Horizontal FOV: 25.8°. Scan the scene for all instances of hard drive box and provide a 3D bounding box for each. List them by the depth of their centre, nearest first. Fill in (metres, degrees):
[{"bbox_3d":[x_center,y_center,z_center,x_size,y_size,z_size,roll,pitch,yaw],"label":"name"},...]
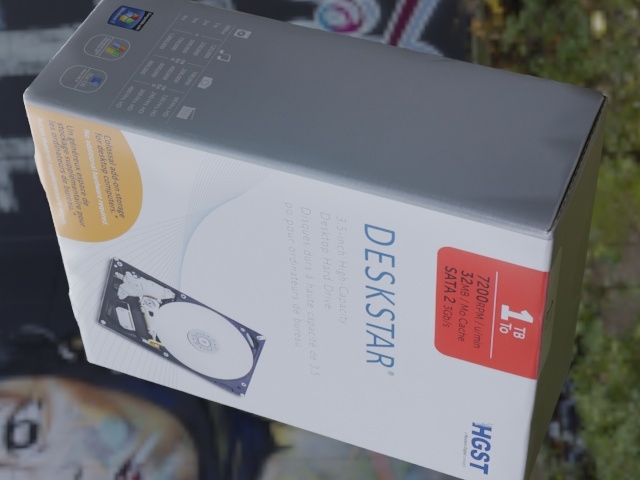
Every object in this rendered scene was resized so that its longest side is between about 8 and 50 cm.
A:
[{"bbox_3d":[0.000,0.000,0.638,0.181,0.232,0.089,86,-155,-46],"label":"hard drive box"}]
